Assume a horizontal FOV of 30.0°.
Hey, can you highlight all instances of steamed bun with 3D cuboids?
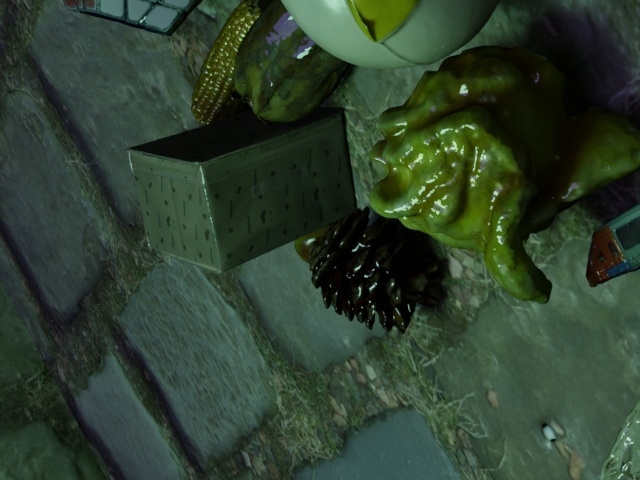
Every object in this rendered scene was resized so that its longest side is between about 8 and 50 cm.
[{"bbox_3d":[0.074,-0.398,1.495,0.334,0.334,0.373,-29,86,55],"label":"steamed bun"}]

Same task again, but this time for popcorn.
[{"bbox_3d":[0.220,-0.082,1.513,0.321,0.290,0.325,165,106,-64],"label":"popcorn"}]

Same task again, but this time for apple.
[{"bbox_3d":[0.000,0.000,2.034,0.089,0.090,0.074,124,156,-51],"label":"apple"}]

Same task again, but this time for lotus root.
[{"bbox_3d":[-0.025,-0.297,1.819,0.275,0.160,0.151,-40,65,40],"label":"lotus root"}]

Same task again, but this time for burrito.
[{"bbox_3d":[0.453,0.268,1.586,0.117,0.076,0.392,42,138,30],"label":"burrito"}]

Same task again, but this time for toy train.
[{"bbox_3d":[0.451,-0.049,1.400,0.409,0.086,0.089,-37,78,55],"label":"toy train"}]

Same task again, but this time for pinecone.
[{"bbox_3d":[0.082,0.052,1.870,0.204,0.184,0.179,49,160,11],"label":"pinecone"}]

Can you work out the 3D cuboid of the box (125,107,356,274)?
[{"bbox_3d":[-0.127,-0.096,1.961,0.225,0.297,0.190,15,120,49],"label":"box"}]

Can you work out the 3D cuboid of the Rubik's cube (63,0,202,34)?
[{"bbox_3d":[-0.302,-0.492,2.000,0.319,0.319,0.264,19,97,47],"label":"Rubik's cube"}]

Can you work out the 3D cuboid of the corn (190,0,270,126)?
[{"bbox_3d":[-0.146,-0.305,2.051,0.102,0.102,0.313,54,140,19],"label":"corn"}]
